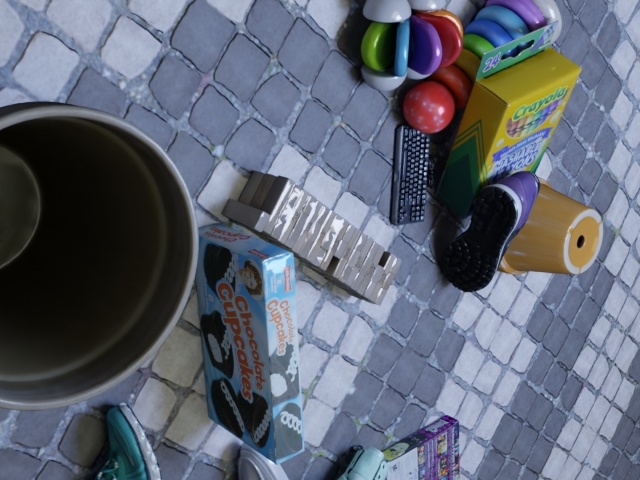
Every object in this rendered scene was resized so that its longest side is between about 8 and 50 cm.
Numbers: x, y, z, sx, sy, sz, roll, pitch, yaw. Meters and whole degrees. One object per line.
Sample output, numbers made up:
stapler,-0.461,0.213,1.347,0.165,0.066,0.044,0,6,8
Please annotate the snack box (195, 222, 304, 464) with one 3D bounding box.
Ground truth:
snack box,-0.108,0.150,1.322,0.060,0.187,0.322,-17,114,-36

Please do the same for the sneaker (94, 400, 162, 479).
sneaker,-0.294,0.371,1.294,0.109,0.107,0.276,-6,107,-30

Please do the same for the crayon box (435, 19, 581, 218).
crayon box,0.335,-0.207,1.571,0.203,0.083,0.323,-28,148,-31

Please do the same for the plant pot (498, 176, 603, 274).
plant pot,0.437,-0.018,1.740,0.205,0.188,0.205,-14,112,-37

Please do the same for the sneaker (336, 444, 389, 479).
sneaker,0.046,0.435,1.574,0.151,0.094,0.256,-66,160,1

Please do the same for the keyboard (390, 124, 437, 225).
keyboard,0.175,-0.120,1.594,0.108,0.023,0.180,-11,111,-39

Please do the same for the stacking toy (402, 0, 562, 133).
stacking toy,0.267,-0.312,1.556,0.330,0.141,0.141,-42,127,-15

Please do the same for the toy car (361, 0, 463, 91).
toy car,0.153,-0.318,1.420,0.182,0.136,0.159,-25,133,-33

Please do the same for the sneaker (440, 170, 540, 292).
sneaker,0.324,-0.013,1.635,0.124,0.107,0.283,-33,160,-36

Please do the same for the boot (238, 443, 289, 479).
boot,-0.113,0.462,1.477,0.123,0.095,0.258,-36,125,-36

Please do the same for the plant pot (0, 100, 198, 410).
plant pot,-0.348,-0.009,1.001,0.323,0.280,0.323,-15,113,-38

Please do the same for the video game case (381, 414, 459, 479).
video game case,0.200,0.497,1.797,0.210,0.041,0.232,-20,116,-35

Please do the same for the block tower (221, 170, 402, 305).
block tower,0.000,0.000,1.435,0.335,0.091,0.097,32,81,-43
